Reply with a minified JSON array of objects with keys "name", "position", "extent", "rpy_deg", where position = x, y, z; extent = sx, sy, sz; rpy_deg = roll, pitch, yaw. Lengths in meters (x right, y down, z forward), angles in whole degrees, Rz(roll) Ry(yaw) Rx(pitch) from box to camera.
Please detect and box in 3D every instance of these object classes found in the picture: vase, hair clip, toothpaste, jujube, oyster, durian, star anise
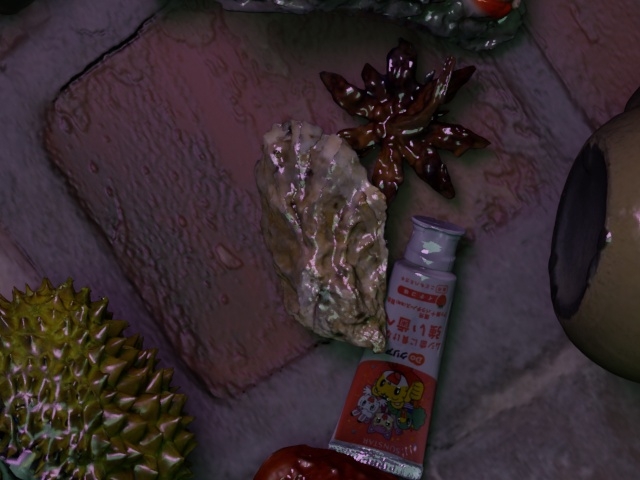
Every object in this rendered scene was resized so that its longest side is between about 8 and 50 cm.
[{"name":"vase","position":[0.363,-0.025,1.557],"extent":[0.302,0.241,0.329],"rpy_deg":[10,66,-7]},{"name":"hair clip","position":[0.051,-0.244,1.557],"extent":[0.321,0.091,0.138],"rpy_deg":[5,90,-28]},{"name":"toothpaste","position":[0.077,0.096,1.656],"extent":[0.089,0.057,0.234],"rpy_deg":[16,101,6]},{"name":"jujube","position":[0.019,0.251,1.634],"extent":[0.176,0.109,0.112],"rpy_deg":[32,60,6]},{"name":"oyster","position":[-0.008,-0.004,1.630],"extent":[0.133,0.072,0.209],"rpy_deg":[0,102,28]},{"name":"durian","position":[-0.239,0.178,1.596],"extent":[0.291,0.224,0.291],"rpy_deg":[0,97,3]},{"name":"star anise","position":[0.070,-0.102,1.646],"extent":[0.168,0.057,0.168],"rpy_deg":[2,98,12]}]

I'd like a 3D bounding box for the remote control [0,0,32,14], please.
[{"name":"remote control","position":[-0.184,-0.294,1.631],"extent":[0.285,0.123,0.038],"rpy_deg":[-32,88,3]}]
